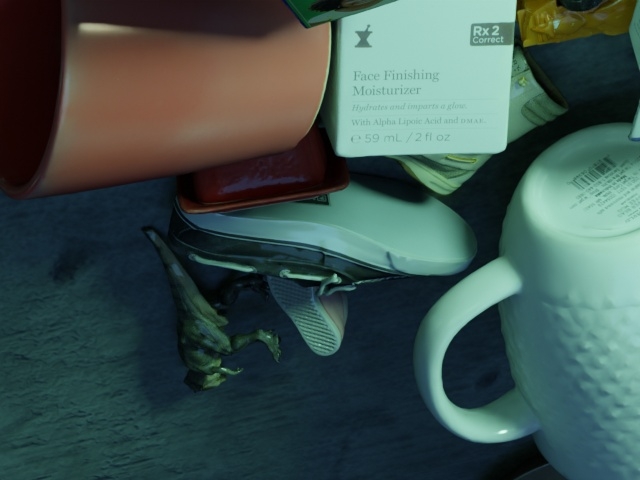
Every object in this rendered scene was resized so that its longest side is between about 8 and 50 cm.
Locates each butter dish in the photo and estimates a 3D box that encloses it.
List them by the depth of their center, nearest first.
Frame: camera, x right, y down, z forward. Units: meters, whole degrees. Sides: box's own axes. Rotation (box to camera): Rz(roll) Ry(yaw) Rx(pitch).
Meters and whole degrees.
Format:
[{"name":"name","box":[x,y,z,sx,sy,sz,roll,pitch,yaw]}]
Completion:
[{"name":"butter dish","box":[-0.062,-0.105,1.680,0.160,0.160,0.118,-10,116,-1]}]

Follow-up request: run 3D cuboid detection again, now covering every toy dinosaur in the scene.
[{"name":"toy dinosaur","box":[-0.107,0.084,1.927,0.118,0.064,0.268,-6,135,5]}]

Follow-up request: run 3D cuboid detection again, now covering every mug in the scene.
[{"name":"mug","box":[0.269,0.076,1.810,0.374,0.276,0.328,-25,133,-4]}]

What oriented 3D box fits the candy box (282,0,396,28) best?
[{"name":"candy box","box":[-0.020,-0.308,1.253,0.122,0.268,0.317,-18,176,8]}]

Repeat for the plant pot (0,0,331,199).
[{"name":"plant pot","box":[-0.139,-0.170,1.505,0.243,0.275,0.275,-1,139,-25]}]

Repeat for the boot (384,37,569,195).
[{"name":"boot","box":[0.120,-0.137,1.710,0.165,0.077,0.213,-33,139,24]}]

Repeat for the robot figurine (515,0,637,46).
[{"name":"robot figurine","box":[0.306,-0.270,1.591,0.291,0.085,0.211,-13,139,5]}]

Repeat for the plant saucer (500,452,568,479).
[{"name":"plant saucer","box":[0.338,0.340,2.301,0.310,0.050,0.311,-6,138,-5]}]

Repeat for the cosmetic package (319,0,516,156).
[{"name":"cosmetic package","box":[0.078,-0.184,1.552,0.151,0.151,0.184,-3,115,-7]}]

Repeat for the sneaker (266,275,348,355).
[{"name":"sneaker","box":[-0.012,0.051,1.922,0.051,0.070,0.134,-20,109,24]}]

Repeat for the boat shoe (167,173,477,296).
[{"name":"boat shoe","box":[0.000,0.003,1.813,0.306,0.113,0.105,6,134,-15]}]

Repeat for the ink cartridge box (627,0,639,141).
[{"name":"ink cartridge box","box":[0.438,-0.230,1.548,0.324,0.071,0.330,-4,140,-11]}]
